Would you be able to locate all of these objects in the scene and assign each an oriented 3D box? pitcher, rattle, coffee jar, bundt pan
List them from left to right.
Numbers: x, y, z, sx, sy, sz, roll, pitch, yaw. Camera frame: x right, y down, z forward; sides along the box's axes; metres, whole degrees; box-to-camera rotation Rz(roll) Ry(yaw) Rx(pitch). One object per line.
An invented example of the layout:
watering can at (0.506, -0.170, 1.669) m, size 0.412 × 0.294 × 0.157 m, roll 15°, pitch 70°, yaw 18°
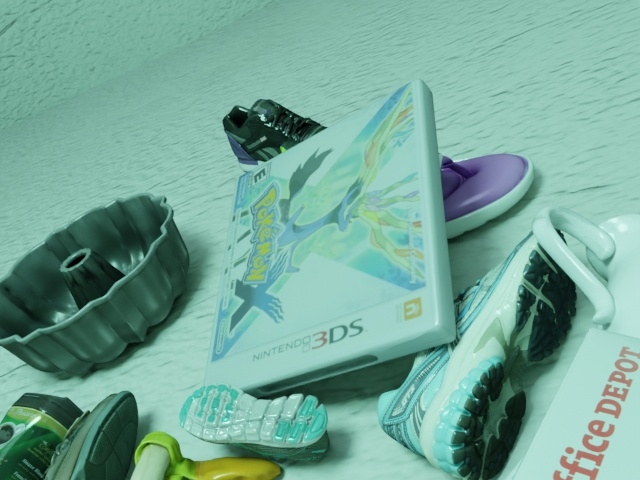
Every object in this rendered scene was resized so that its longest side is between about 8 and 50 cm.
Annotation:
coffee jar at (-0.369, 0.270, 0.749) m, size 0.096 × 0.079 × 0.184 m, roll -5°, pitch 40°, yaw 34°
bundt pan at (-0.344, 0.072, 0.969) m, size 0.331 × 0.124 × 0.330 m, roll -20°, pitch 34°, yaw 14°
rattle at (-0.142, 0.295, 0.589) m, size 0.130 × 0.143 × 0.199 m, roll -40°, pitch 31°, yaw 51°
pitcher at (0.260, 0.055, 0.503) m, size 0.178 × 0.125 × 0.207 m, roll 19°, pitch 37°, yaw -3°

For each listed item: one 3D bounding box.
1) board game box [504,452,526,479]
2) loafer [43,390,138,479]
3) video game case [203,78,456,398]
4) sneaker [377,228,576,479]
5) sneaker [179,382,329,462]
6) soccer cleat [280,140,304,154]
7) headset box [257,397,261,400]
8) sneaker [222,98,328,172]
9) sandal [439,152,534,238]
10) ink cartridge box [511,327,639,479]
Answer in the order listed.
board game box at (0.154, 0.247, 0.426) m, size 0.201 × 0.035 × 0.136 m, roll -43°, pitch 35°, yaw -21°
loafer at (-0.265, 0.257, 0.645) m, size 0.084 × 0.096 × 0.267 m, roll -4°, pitch 29°, yaw 5°
video game case at (0.000, 0.000, 0.704) m, size 0.300 × 0.036 × 0.328 m, roll -24°, pitch 46°, yaw 31°
sneaker at (0.149, 0.081, 0.600) m, size 0.122 × 0.110 × 0.283 m, roll 5°, pitch 44°, yaw 46°
sneaker at (-0.065, 0.192, 0.627) m, size 0.167 × 0.076 × 0.065 m, roll 4°, pitch 47°, yaw 25°
soccer cleat at (0.012, -0.111, 0.857) m, size 0.072 × 0.060 × 0.179 m, roll -48°, pitch 42°, yaw -12°
headset box at (-0.092, 0.156, 0.745) m, size 0.062 × 0.032 × 0.083 m, roll -7°, pitch 39°, yaw 29°
sneaker at (-0.070, -0.182, 1.083) m, size 0.283 × 0.124 × 0.107 m, roll 6°, pitch 46°, yaw 42°
sandal at (0.075, -0.065, 0.864) m, size 0.417 × 0.102 × 0.169 m, roll -11°, pitch 36°, yaw 25°
ink cartridge box at (0.243, 0.168, 0.291) m, size 0.289 × 0.121 × 0.211 m, roll 11°, pitch 26°, yaw 32°
